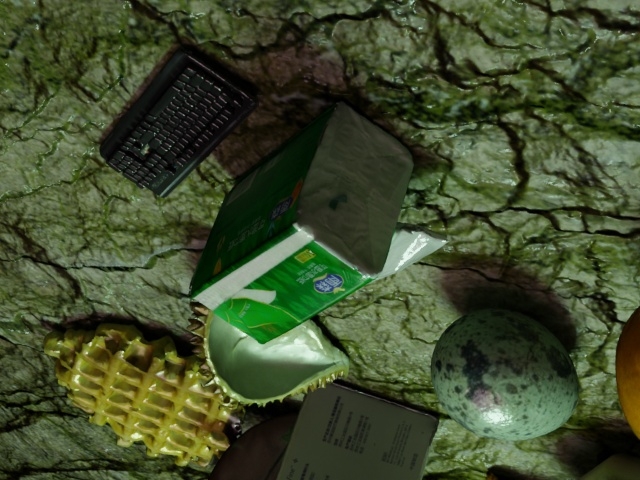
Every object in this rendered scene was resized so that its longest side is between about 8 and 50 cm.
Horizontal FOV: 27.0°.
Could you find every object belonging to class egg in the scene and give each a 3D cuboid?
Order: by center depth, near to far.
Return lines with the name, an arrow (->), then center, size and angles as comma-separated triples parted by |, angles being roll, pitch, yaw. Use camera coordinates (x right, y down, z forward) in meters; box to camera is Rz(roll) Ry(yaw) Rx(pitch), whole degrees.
egg -> 0.193, 0.141, 1.368 | 0.172, 0.132, 0.132 | 25, 149, -27

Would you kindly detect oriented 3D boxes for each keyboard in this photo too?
keyboard -> -0.142, -0.108, 1.299 | 0.094, 0.025, 0.230 | 33, 146, -13

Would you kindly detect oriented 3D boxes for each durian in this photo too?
durian -> -0.073, 0.105, 1.527 | 0.139, 0.144, 0.252 | -31, 122, 6

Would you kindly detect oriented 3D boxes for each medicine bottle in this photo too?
medicine bottle -> 0.036, 0.278, 1.596 | 0.171, 0.201, 0.052 | 16, 151, 6

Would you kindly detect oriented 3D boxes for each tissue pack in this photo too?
tissue pack -> 0.001, 0.001, 1.260 | 0.156, 0.148, 0.209 | 34, 145, -18

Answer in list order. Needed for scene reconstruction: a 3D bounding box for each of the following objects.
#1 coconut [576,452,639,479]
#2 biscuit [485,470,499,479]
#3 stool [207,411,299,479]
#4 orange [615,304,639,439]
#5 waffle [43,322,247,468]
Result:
coconut -> 0.356, 0.357, 1.519 | 0.237, 0.237, 0.197 | 7, 180, 22
biscuit -> 0.255, 0.437, 1.715 | 0.013, 0.232, 0.237 | -18, 147, -10
stool -> -0.007, 0.372, 1.729 | 0.272, 0.272, 0.178 | 12, 162, 15
orange -> 0.380, 0.117, 1.189 | 0.240, 0.171, 0.240 | 5, 137, 5
waffle -> -0.218, 0.215, 1.781 | 0.307, 0.060, 0.312 | 6, 144, 26
